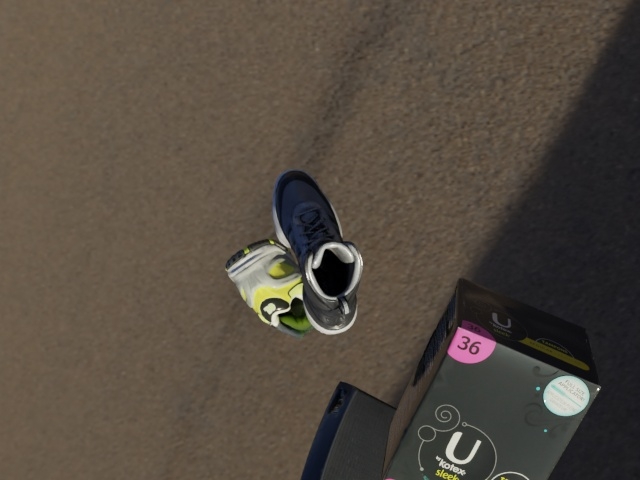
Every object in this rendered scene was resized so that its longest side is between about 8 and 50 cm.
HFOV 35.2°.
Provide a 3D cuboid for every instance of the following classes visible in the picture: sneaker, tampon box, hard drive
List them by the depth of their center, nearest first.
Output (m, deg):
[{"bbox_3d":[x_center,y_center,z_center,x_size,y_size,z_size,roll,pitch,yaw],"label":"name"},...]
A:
[{"bbox_3d":[0.135,0.137,0.828,0.120,0.101,0.161,22,113,-1],"label":"tampon box"},{"bbox_3d":[0.000,0.000,1.519,0.153,0.101,0.269,116,138,-73],"label":"sneaker"},{"bbox_3d":[0.063,0.379,1.678,0.054,0.172,0.255,-26,37,58],"label":"hard drive"},{"bbox_3d":[-0.042,0.124,1.905,0.145,0.384,0.147,-35,61,18],"label":"sneaker"}]
